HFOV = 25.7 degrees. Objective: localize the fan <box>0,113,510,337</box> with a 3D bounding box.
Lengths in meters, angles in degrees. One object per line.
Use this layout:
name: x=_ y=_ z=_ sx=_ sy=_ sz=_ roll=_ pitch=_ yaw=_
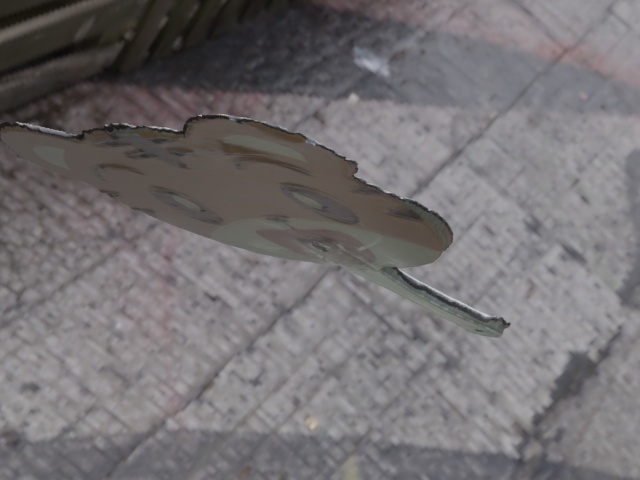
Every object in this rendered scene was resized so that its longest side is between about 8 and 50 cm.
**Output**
fan: x=0.000 y=0.000 z=0.526 sx=0.227 sy=0.153 sz=0.008 roll=29 pitch=70 yaw=-43
